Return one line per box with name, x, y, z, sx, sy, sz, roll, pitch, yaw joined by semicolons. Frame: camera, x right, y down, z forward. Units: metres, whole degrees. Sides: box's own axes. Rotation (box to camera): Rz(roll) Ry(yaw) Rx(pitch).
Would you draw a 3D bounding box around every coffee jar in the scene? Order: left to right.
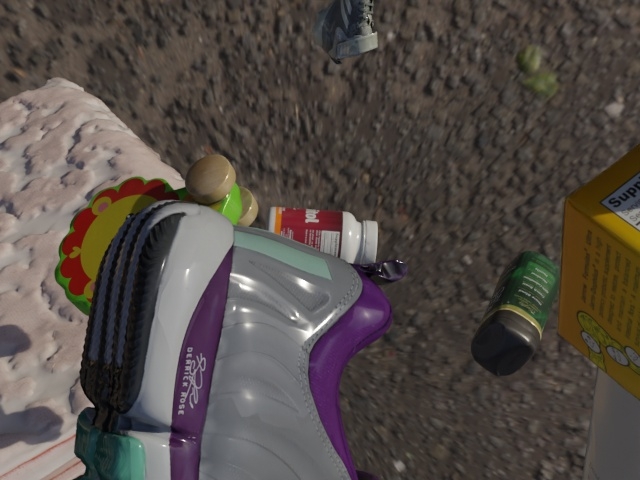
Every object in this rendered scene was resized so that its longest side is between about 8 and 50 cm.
coffee jar;0.270;0.101;1.650;0.079;0.096;0.184;35;40;-1

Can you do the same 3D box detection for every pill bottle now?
pill bottle;0.000;0.000;1.654;0.152;0.086;0.086;4;84;-3

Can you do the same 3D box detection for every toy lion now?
toy lion;-0.075;0.010;0.538;0.096;0.034;0.100;-20;50;13

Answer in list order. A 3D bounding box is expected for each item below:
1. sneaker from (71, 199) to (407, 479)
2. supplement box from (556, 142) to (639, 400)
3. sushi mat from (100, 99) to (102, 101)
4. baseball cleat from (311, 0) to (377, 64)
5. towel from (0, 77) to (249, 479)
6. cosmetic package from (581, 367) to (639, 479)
sneaker;-0.028;0.105;0.350;0.098;0.083;0.224;11;89;-24
supplement box;0.372;0.070;0.889;0.194;0.195;0.356;-36;56;-18
sushi mat;-0.106;0.037;0.963;0.019;0.151;0.316;-34;103;28
baseball cleat;0.064;-0.346;1.776;0.072;0.206;0.109;-28;74;-40
towel;-0.210;0.038;0.681;0.317;0.053;0.332;-31;42;-18
cosmetic package;0.423;0.265;1.322;0.230;0.161;0.453;-4;119;-9
